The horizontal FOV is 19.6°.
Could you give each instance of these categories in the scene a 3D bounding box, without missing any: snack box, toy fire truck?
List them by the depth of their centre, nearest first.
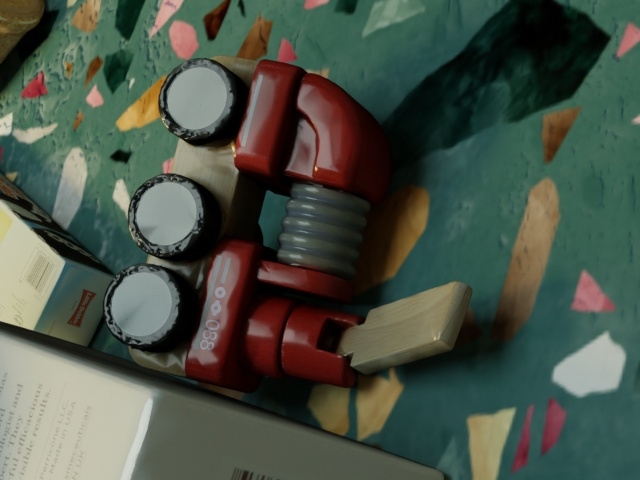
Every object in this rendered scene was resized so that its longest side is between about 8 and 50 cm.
[{"bbox_3d":[0.000,0.000,1.208,0.246,0.158,0.217,13,83,19],"label":"toy fire truck"},{"bbox_3d":[-0.299,0.051,1.612,0.322,0.060,0.187,36,101,53],"label":"snack box"}]

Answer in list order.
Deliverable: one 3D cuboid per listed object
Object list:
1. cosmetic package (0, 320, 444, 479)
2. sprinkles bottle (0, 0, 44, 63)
[{"bbox_3d":[-0.158,0.157,1.235,0.453,0.230,0.162,12,83,55],"label":"cosmetic package"},{"bbox_3d":[-0.411,-0.135,1.800,0.355,0.121,0.121,-45,42,28],"label":"sprinkles bottle"}]
